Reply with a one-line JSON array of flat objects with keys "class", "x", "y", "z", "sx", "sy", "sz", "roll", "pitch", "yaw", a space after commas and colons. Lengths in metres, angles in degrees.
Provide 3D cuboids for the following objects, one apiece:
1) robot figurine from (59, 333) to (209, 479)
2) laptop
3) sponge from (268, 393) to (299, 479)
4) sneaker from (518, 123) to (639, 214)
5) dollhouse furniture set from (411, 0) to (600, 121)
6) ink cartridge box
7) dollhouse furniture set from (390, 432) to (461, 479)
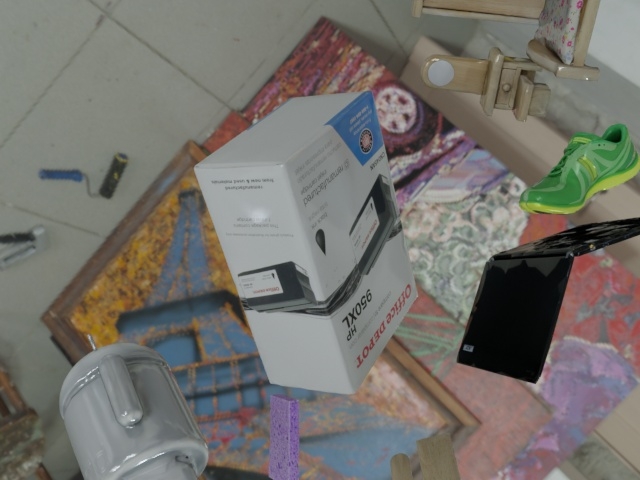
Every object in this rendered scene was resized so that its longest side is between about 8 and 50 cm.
[{"class": "robot figurine", "x": -0.321, "y": 0.318, "z": 1.241, "sx": 0.199, "sy": 0.353, "sz": 0.300, "roll": -18, "pitch": 140, "yaw": -24}, {"class": "laptop", "x": 0.323, "y": 0.069, "z": 0.967, "sx": 0.264, "sy": 0.137, "sz": 0.234, "roll": -17, "pitch": -179, "yaw": -13}, {"class": "sponge", "x": -0.091, "y": 0.492, "z": 1.801, "sx": 0.031, "sy": 0.117, "sz": 0.210, "roll": 1, "pitch": 88, "yaw": -28}, {"class": "sneaker", "x": 0.470, "y": -0.133, "z": 1.347, "sx": 0.295, "sy": 0.109, "sz": 0.123, "roll": -28, "pitch": 110, "yaw": -27}, {"class": "dollhouse furniture set", "x": 0.190, "y": -0.242, "z": 0.756, "sx": 0.355, "sy": 0.173, "sz": 0.303, "roll": -79, "pitch": 175, "yaw": -63}, {"class": "ink cartridge box", "x": 0.000, "y": 0.000, "z": 1.156, "sx": 0.285, "sy": 0.166, "sz": 0.395, "roll": -47, "pitch": 130, "yaw": -47}, {"class": "dollhouse furniture set", "x": 0.169, "y": 0.427, "z": 1.197, "sx": 0.144, "sy": 0.123, "sz": 0.151, "roll": -16, "pitch": 125, "yaw": 8}]
